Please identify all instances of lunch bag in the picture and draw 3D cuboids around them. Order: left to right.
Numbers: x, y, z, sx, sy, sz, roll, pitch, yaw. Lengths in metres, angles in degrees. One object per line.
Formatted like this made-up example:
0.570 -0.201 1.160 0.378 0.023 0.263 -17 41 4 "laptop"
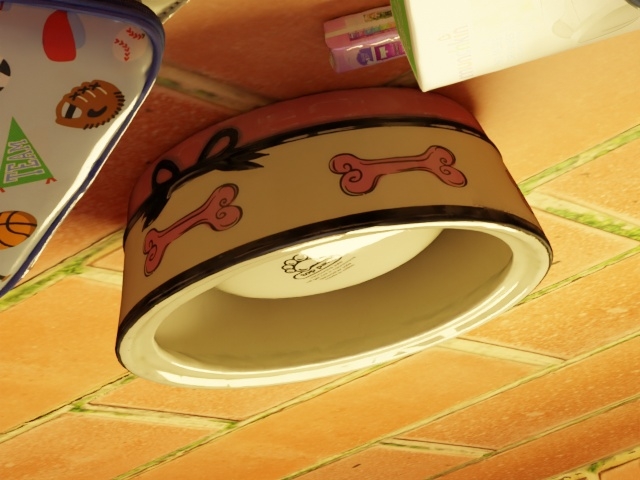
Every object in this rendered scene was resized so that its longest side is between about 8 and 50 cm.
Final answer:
-0.247 -0.067 1.020 0.243 0.115 0.303 4 138 -39 "lunch bag"

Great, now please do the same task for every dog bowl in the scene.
0.000 0.000 1.669 0.408 0.150 0.408 -11 160 -4 "dog bowl"

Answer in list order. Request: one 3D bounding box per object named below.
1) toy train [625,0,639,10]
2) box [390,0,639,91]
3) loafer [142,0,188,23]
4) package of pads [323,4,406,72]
0.236 -0.251 0.978 0.190 0.334 0.142 -22 -160 -7 "toy train"
0.148 -0.232 1.191 0.231 0.127 0.262 -16 160 1 "box"
-0.086 -0.204 1.125 0.112 0.111 0.319 -4 158 -25 "loafer"
0.045 -0.162 1.437 0.083 0.032 0.050 -14 163 1 "package of pads"
